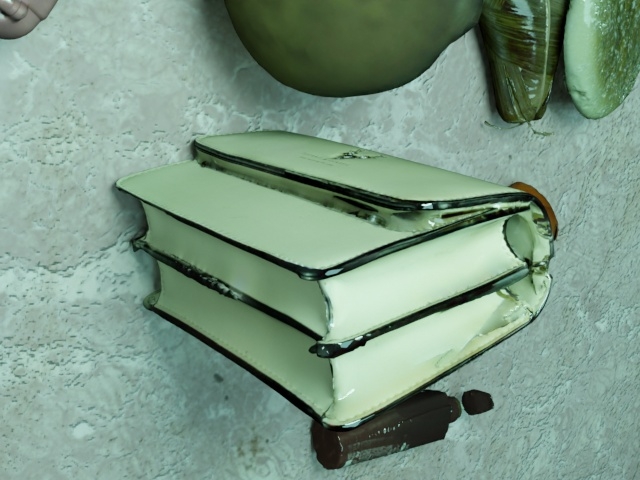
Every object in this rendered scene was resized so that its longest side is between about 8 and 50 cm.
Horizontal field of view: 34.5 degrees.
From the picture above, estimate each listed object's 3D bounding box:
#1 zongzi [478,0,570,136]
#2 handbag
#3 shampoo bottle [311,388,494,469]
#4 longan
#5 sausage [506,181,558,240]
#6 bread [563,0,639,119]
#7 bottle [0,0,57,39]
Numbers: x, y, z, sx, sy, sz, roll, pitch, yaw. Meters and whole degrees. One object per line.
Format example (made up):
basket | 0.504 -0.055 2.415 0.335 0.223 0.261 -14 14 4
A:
zongzi | 0.199 -0.220 1.159 0.184 0.084 0.187 3 102 -37
handbag | 0.000 0.000 0.919 0.237 0.358 0.160 -20 114 -30
shampoo bottle | 0.103 0.219 1.247 0.236 0.068 0.067 -9 108 -34
longan | 0.047 -0.296 0.916 0.288 0.288 0.350 12 106 -37
sausage | 0.160 0.037 1.214 0.330 0.102 0.102 -32 121 -24
bread | 0.354 -0.270 1.223 0.267 0.040 0.267 -33 130 -49
bottle | -0.214 -0.281 0.828 0.120 0.120 0.253 36 85 -38
